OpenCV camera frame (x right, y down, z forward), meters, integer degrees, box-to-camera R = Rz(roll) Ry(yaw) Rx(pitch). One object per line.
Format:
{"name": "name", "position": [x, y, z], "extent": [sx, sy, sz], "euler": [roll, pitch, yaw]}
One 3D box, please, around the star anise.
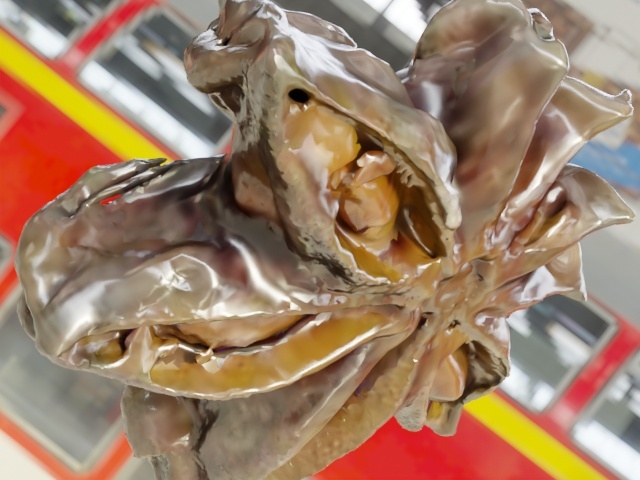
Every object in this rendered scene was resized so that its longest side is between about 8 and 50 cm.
{"name": "star anise", "position": [-0.002, 0.005, 0.577], "extent": [0.214, 0.220, 0.099], "euler": [-1, 48, -34]}
